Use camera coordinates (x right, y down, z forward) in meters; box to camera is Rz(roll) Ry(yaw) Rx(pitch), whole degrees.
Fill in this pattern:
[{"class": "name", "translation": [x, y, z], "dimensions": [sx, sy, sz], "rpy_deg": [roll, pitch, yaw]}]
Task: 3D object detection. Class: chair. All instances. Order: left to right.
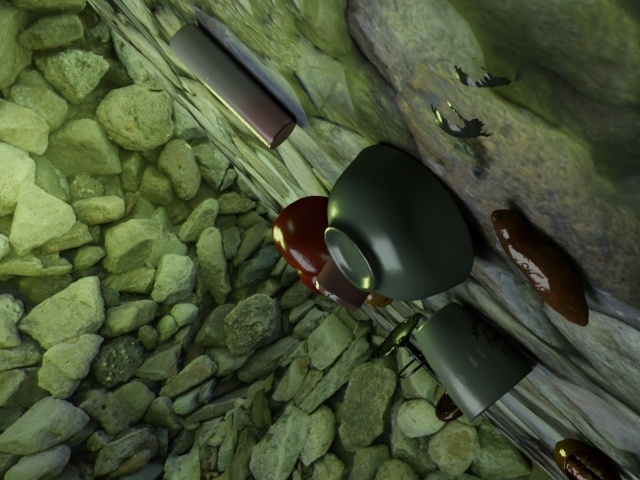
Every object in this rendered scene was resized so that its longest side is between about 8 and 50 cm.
[{"class": "chair", "translation": [0.414, 0.474, 1.904], "dimensions": [0.401, 0.226, 0.226], "rpy_deg": [44, 174, -1]}]

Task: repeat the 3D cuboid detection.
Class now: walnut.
[{"class": "walnut", "translation": [0.166, 0.133, 1.715], "dimensions": [0.144, 0.144, 0.180], "rpy_deg": [49, 177, -32]}, {"class": "walnut", "translation": [0.698, 0.598, 1.372], "dimensions": [0.207, 0.116, 0.116], "rpy_deg": [41, 173, 31]}]

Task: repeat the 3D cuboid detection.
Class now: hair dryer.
[{"class": "hair dryer", "translation": [0.145, 0.077, 1.316], "dimensions": [0.125, 0.210, 0.352], "rpy_deg": [35, -176, 34]}]

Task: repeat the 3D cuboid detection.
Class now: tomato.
[{"class": "tomato", "translation": [0.000, 0.000, 1.533], "dimensions": [0.299, 0.226, 0.298], "rpy_deg": [52, 174, 7]}]

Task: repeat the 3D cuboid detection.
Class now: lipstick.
[{"class": "lipstick", "translation": [-0.199, -0.350, 1.213], "dimensions": [0.327, 0.087, 0.087], "rpy_deg": [45, 174, 4]}]

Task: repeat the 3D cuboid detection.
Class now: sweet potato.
[{"class": "sweet potato", "translation": [0.288, 0.035, 0.687], "dimensions": [0.202, 0.058, 0.055], "rpy_deg": [50, -144, -4]}]

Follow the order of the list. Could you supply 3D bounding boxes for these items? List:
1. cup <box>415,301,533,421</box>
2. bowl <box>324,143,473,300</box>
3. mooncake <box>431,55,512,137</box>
[{"class": "cup", "translation": [0.368, 0.275, 1.287], "dimensions": [0.258, 0.186, 0.234], "rpy_deg": [5, -139, -55]}, {"class": "bowl", "translation": [0.102, -0.003, 0.909], "dimensions": [0.289, 0.146, 0.289], "rpy_deg": [47, 159, 23]}, {"class": "mooncake", "translation": [0.156, -0.155, 0.365], "dimensions": [0.150, 0.057, 0.347], "rpy_deg": [57, 172, 20]}]
